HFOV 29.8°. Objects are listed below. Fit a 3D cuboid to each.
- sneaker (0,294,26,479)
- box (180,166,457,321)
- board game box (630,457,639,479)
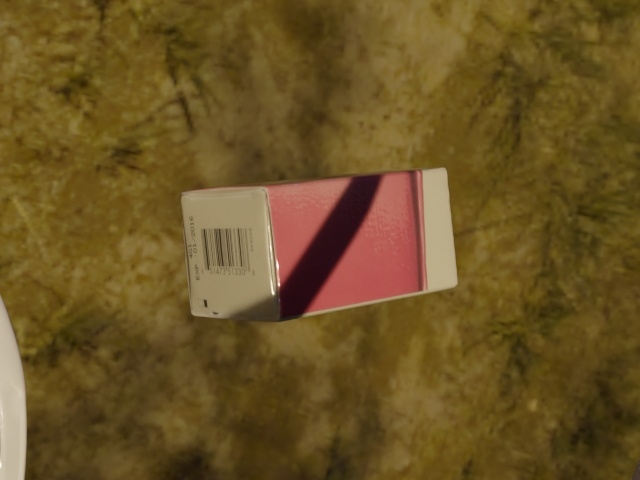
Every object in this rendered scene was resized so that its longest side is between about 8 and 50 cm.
[{"bbox_3d":[-0.233,0.123,0.591,0.147,0.105,0.295,3,80,-48],"label":"sneaker"},{"bbox_3d":[0.000,0.000,1.185,0.232,0.149,0.126,-9,95,-40],"label":"box"},{"bbox_3d":[0.148,0.139,0.453,0.039,0.124,0.259,41,61,-11],"label":"board game box"}]
